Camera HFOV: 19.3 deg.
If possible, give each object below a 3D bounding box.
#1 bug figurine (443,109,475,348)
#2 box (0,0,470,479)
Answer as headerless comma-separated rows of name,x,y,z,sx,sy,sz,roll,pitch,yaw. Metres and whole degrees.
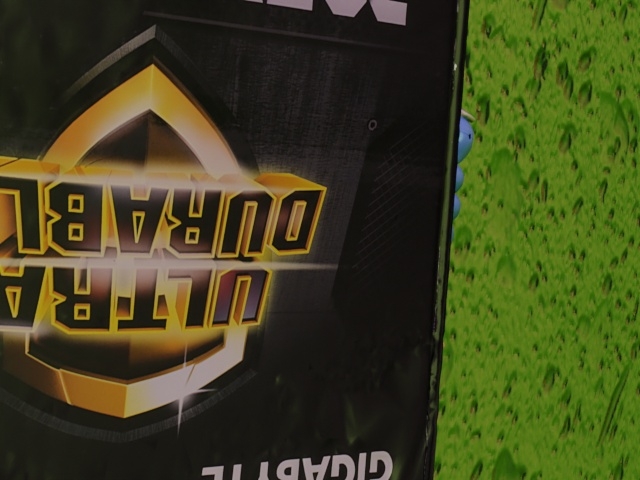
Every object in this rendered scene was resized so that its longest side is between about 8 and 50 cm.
bug figurine,0.000,0.000,0.851,0.279,0.072,0.216,23,74,-59
box,-0.082,-0.023,0.628,0.322,0.079,0.257,2,91,-46
